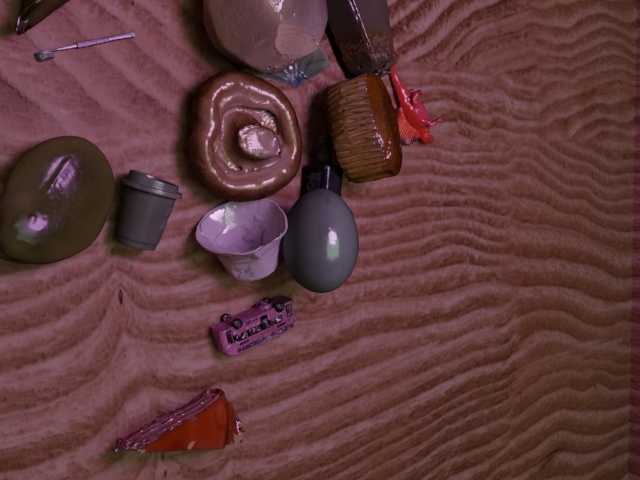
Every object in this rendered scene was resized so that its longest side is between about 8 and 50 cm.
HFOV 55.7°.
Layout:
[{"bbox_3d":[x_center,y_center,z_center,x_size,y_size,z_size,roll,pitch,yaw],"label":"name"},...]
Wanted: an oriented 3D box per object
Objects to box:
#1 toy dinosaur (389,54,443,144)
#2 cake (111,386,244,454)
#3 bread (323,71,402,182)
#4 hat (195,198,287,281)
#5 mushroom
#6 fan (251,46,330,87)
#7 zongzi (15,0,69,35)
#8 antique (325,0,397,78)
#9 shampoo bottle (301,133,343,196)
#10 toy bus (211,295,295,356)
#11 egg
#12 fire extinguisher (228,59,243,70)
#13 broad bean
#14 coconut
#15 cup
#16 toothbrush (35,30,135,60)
[{"bbox_3d":[0.224,-0.358,1.665,0.139,0.070,0.286,-44,120,-3],"label":"toy dinosaur"},{"bbox_3d":[-0.292,0.389,1.268,0.287,0.098,0.135,1,94,-44],"label":"cake"},{"bbox_3d":[0.109,-0.267,1.455,0.227,0.143,0.253,31,46,-67],"label":"bread"},{"bbox_3d":[-0.160,0.009,1.311,0.203,0.203,0.126,-41,141,-30],"label":"hat"},{"bbox_3d":[-0.163,-0.218,1.293,0.278,0.146,0.278,-3,97,-28],"label":"mushroom"},{"bbox_3d":[-0.070,-0.430,1.440,0.240,0.009,0.131,-20,103,-36],"label":"fan"},{"bbox_3d":[-0.469,-0.533,1.011,0.289,0.123,0.260,-46,136,-24],"label":"zongzi"},{"bbox_3d":[0.091,-0.533,1.486,0.150,0.125,0.284,-32,113,-33],"label":"antique"},{"bbox_3d":[0.002,-0.100,1.465,0.071,0.098,0.309,5,90,-35],"label":"shampoo bottle"},{"bbox_3d":[-0.150,0.193,1.388,0.203,0.063,0.090,-22,110,-34],"label":"toy bus"},{"bbox_3d":[0.000,0.000,1.330,0.168,0.168,0.230,4,82,-39],"label":"egg"},{"bbox_3d":[-0.193,-0.413,1.329,0.038,0.025,0.083,-35,116,-8],"label":"fire extinguisher"},{"bbox_3d":[-0.465,-0.066,1.074,0.189,0.121,0.263,47,63,-36],"label":"broad bean"},{"bbox_3d":[-0.099,-0.478,1.240,0.245,0.247,0.244,22,59,-44],"label":"coconut"},{"bbox_3d":[-0.344,-0.057,1.182,0.120,0.120,0.141,18,92,-39],"label":"cup"},{"bbox_3d":[-0.439,-0.368,1.138,0.194,0.014,0.017,-30,111,-34],"label":"toothbrush"}]
